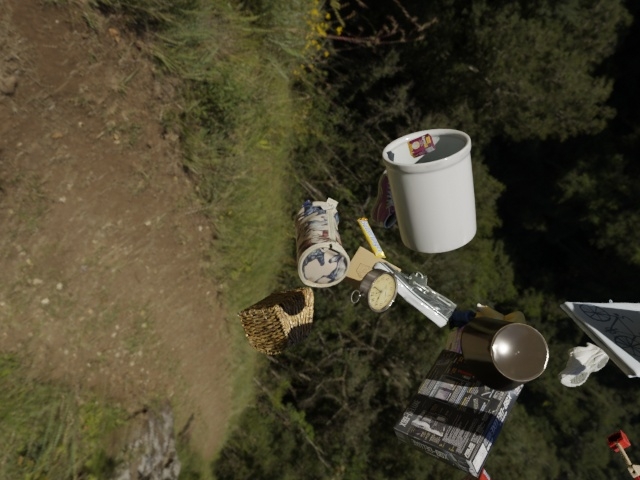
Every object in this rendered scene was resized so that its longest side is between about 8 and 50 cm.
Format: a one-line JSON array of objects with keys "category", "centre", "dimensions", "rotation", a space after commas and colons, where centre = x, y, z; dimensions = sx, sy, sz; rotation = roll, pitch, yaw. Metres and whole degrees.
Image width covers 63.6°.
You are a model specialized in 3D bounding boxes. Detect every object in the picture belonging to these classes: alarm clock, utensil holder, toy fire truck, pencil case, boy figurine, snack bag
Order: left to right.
[{"category": "pencil case", "centre": [0.000, 0.000, 1.718], "dimensions": [0.410, 0.160, 0.183], "rotation": [-99, -149, -65]}, {"category": "alarm clock", "centre": [0.158, 0.153, 1.560], "dimensions": [0.192, 0.064, 0.129], "rotation": [-10, 111, -42]}, {"category": "utensil holder", "centre": [0.429, -0.189, 2.000], "dimensions": [0.327, 0.327, 0.385], "rotation": [-35, 125, -32]}, {"category": "boy figurine", "centre": [0.628, 0.298, 1.952], "dimensions": [0.177, 0.285, 0.092], "rotation": [65, 36, -41]}, {"category": "toy fire truck", "centre": [0.875, 0.638, 1.418], "dimensions": [0.047, 0.135, 0.192], "rotation": [-42, -167, 25]}, {"category": "snack bag", "centre": [0.933, 0.279, 1.500], "dimensions": [0.342, 0.323, 0.037], "rotation": [1, 118, -15]}]

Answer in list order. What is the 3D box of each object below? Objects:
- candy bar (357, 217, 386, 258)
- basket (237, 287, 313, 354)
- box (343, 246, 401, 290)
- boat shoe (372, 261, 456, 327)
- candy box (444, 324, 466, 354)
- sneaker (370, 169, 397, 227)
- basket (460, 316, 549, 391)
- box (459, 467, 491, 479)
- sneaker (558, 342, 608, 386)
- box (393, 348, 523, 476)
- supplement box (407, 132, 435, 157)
[{"category": "candy bar", "centre": [0.166, -0.008, 1.695], "dimensions": [0.040, 0.161, 0.018], "rotation": [-7, 150, -31]}, {"category": "basket", "centre": [-0.159, 0.342, 2.176], "dimensions": [0.299, 0.213, 0.223], "rotation": [-16, -172, 46]}, {"category": "box", "centre": [0.204, 0.140, 2.119], "dimensions": [0.164, 0.201, 0.021], "rotation": [-58, 157, 0]}, {"category": "boat shoe", "centre": [0.339, 0.169, 1.862], "dimensions": [0.119, 0.335, 0.121], "rotation": [-51, -176, -4]}, {"category": "candy box", "centre": [0.535, 0.424, 1.975], "dimensions": [0.196, 0.070, 0.165], "rotation": [108, 3, -70]}, {"category": "sneaker", "centre": [0.333, -0.192, 2.389], "dimensions": [0.102, 0.161, 0.282], "rotation": [3, 112, -22]}, {"category": "basket", "centre": [0.447, 0.271, 1.250], "dimensions": [0.154, 0.204, 0.227], "rotation": [-29, 166, -3]}, {"category": "box", "centre": [0.424, 0.744, 1.420], "dimensions": [0.122, 0.128, 0.257], "rotation": [-36, 162, 14]}, {"category": "sneaker", "centre": [0.967, 0.463, 1.944], "dimensions": [0.232, 0.115, 0.090], "rotation": [-23, 125, -20]}, {"category": "box", "centre": [0.386, 0.465, 1.443], "dimensions": [0.307, 0.242, 0.076], "rotation": [-48, 126, -31]}, {"category": "supplement box", "centre": [0.359, -0.337, 1.841], "dimensions": [0.083, 0.055, 0.043], "rotation": [-22, 159, 25]}]
